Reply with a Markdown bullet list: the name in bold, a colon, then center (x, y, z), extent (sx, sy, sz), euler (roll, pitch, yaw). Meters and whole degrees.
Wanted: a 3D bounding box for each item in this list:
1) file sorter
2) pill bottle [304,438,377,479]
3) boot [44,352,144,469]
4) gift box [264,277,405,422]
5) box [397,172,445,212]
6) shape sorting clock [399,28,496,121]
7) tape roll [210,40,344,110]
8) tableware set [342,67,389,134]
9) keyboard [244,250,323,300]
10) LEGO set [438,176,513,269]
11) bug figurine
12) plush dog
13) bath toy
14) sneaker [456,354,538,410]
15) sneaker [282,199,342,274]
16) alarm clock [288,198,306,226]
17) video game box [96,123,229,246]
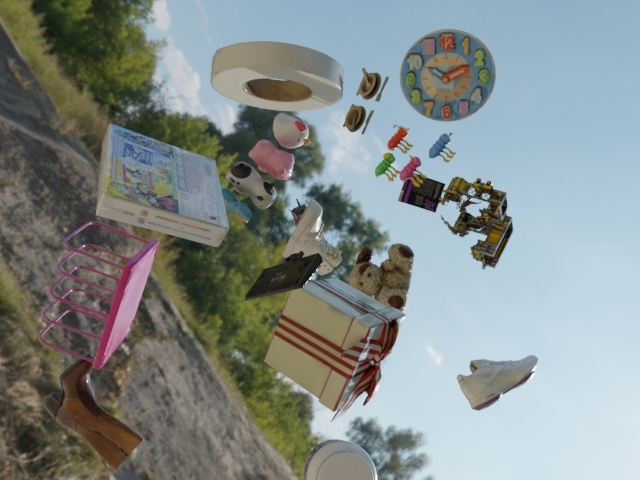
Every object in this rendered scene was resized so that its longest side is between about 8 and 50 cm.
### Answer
- **file sorter**: center (-0.562, 0.126, 1.371), extent (0.182, 0.291, 0.202), euler (22, 18, -5)
- **pill bottle**: center (0.031, 0.379, 0.875), extent (0.112, 0.112, 0.187), euler (53, -14, 13)
- **boot**: center (-0.609, 0.476, 1.509), extent (0.280, 0.264, 0.096), euler (39, 17, 5)
- **gift box**: center (0.037, 0.259, 1.327), extent (0.258, 0.276, 0.255), euler (27, -72, 26)
- **box**: center (0.376, -0.178, 2.021), extent (0.029, 0.162, 0.116), euler (35, -72, 67)
- **shape sorting clock**: center (0.274, -0.354, 1.188), extent (0.206, 0.040, 0.206), euler (11, -54, 15)
- **tape roll**: center (-0.124, -0.465, 1.579), extent (0.392, 0.391, 0.072), euler (177, -81, -68)
- **tableware set**: center (0.124, -0.427, 1.672), extent (0.039, 0.194, 0.128), euler (17, 11, -35)
- **keyboard**: center (-0.062, 0.062, 0.983), extent (0.023, 0.108, 0.180), euler (47, -35, -20)
- **LEGO set**: center (0.518, -0.044, 1.856), extent (0.254, 0.192, 0.331), euler (24, -20, 24)
- **bug figurine**: center (0.283, -0.277, 1.743), extent (0.279, 0.216, 0.072), euler (24, -18, 51)
- **plush dog**: center (0.215, 0.146, 1.991), extent (0.225, 0.263, 0.211), euler (9, -18, 12)
- **bath toy**: center (-0.141, -0.213, 1.534), extent (0.151, 0.348, 0.129), euler (43, -17, -26)
- **sneaker**: center (0.588, 0.431, 1.798), extent (0.152, 0.305, 0.114), euler (55, -26, 29)
- **sneaker**: center (0.000, 0.000, 1.592), extent (0.169, 0.108, 0.292), euler (28, -30, 0)
- **alarm clock**: center (-0.044, -0.037, 1.811), extent (0.192, 0.064, 0.129), euler (63, 1, -24)
- **video game box**: center (-0.248, -0.088, 0.858), extent (0.048, 0.187, 0.205), euler (-54, -146, 26)
